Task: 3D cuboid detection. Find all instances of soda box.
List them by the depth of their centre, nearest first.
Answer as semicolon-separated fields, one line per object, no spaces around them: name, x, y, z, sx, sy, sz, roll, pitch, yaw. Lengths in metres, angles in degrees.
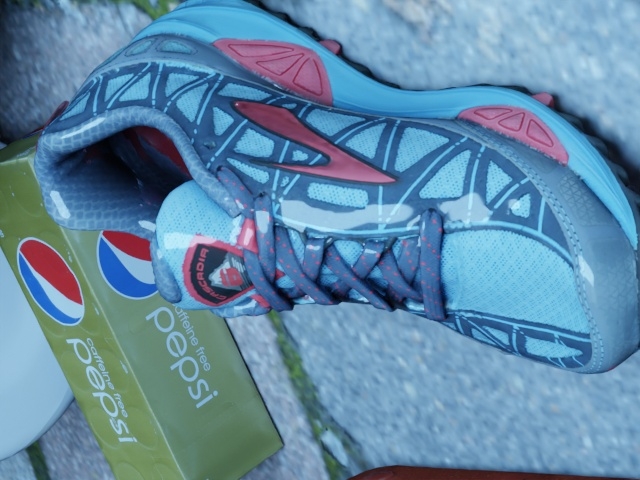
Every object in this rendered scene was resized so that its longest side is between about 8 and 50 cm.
soda box;-0.089;0.033;0.908;0.061;0.058;0.181;-7;113;51

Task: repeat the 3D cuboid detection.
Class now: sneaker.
sneaker;0.000;0.000;0.718;0.262;0.125;0.104;23;134;38

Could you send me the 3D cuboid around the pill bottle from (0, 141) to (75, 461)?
pill bottle;-0.249;0.038;1.011;0.283;0.160;0.160;-9;111;52

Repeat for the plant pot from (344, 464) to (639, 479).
plant pot;0.042;0.227;0.758;0.267;0.267;0.236;-5;103;51
